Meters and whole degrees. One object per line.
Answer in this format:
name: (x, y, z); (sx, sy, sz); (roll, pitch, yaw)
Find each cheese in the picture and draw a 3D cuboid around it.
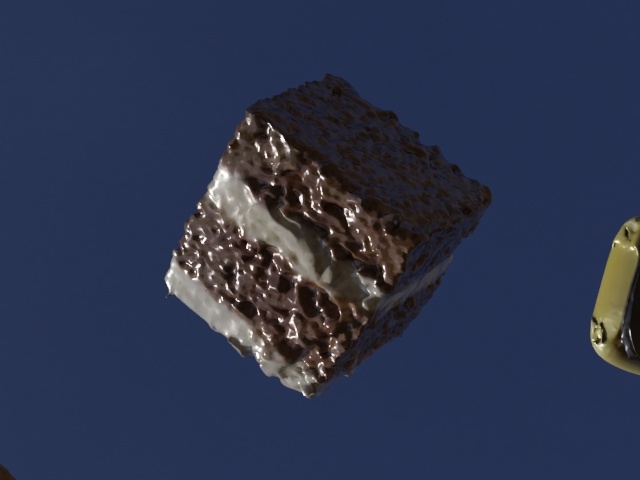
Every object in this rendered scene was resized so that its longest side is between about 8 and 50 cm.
cheese: (0.224, 0.043, 1.080); (0.162, 0.036, 0.086); (16, -95, -30)

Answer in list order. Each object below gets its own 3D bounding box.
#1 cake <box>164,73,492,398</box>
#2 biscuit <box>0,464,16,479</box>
cake: (0.000, 0.000, 1.142); (0.135, 0.147, 0.134); (41, -153, 13)
biscuit: (-0.203, 0.104, 0.814); (0.188, 0.188, 0.027); (53, -134, -21)
